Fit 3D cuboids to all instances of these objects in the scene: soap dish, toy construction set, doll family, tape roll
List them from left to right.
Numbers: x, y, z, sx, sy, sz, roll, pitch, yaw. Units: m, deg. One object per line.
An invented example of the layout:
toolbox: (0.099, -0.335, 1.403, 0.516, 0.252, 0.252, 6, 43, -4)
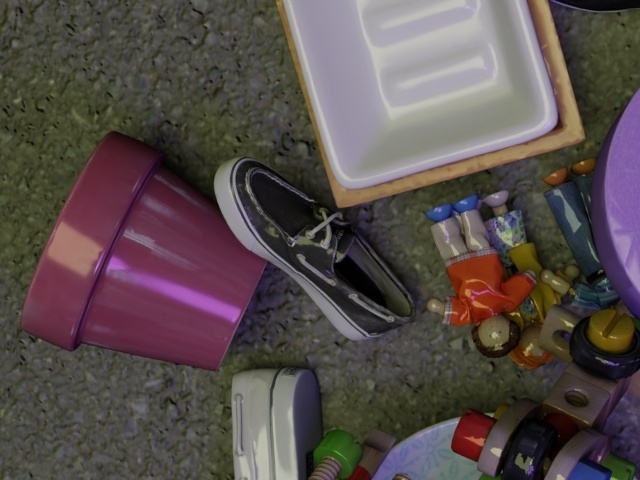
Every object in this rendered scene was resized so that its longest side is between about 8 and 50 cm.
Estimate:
soap dish: (0.086, -0.196, 1.417, 0.229, 0.118, 0.290, -16, 92, 19)
toy construction set: (0.157, 0.172, 1.312, 0.309, 0.237, 0.257, 2, 129, 34)
doll family: (0.218, 0.021, 1.417, 0.263, 0.118, 0.163, -20, 83, 1)
tape roll: (0.359, -0.031, 1.313, 0.275, 0.090, 0.274, 0, 82, 1)

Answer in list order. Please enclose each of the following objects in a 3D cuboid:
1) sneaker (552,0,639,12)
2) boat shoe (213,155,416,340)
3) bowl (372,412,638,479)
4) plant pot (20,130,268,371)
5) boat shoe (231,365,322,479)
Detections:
sneaker: (0.276, -0.230, 1.348, 0.217, 0.121, 0.079, 1, 96, 18)
boat shoe: (0.000, 0.000, 1.452, 0.219, 0.077, 0.070, 44, 141, -21)
bowl: (0.153, 0.310, 1.414, 0.290, 0.156, 0.289, -4, 59, 6)
plant pot: (-0.149, 0.026, 1.493, 0.180, 0.201, 0.201, 24, 103, -2)
boat shoe: (-0.047, 0.246, 1.534, 0.084, 0.095, 0.258, 0, 86, 22)
